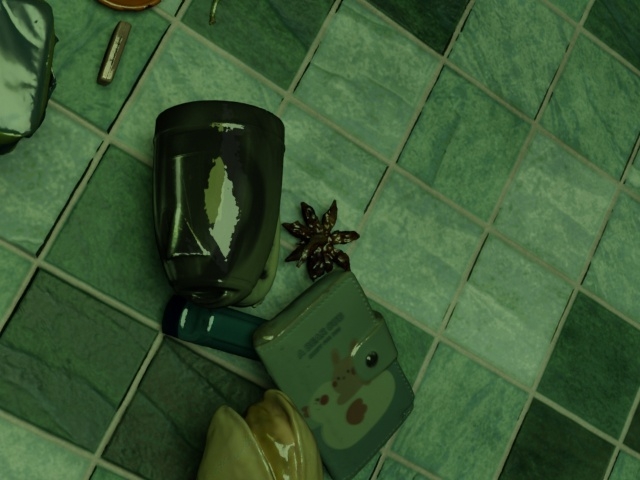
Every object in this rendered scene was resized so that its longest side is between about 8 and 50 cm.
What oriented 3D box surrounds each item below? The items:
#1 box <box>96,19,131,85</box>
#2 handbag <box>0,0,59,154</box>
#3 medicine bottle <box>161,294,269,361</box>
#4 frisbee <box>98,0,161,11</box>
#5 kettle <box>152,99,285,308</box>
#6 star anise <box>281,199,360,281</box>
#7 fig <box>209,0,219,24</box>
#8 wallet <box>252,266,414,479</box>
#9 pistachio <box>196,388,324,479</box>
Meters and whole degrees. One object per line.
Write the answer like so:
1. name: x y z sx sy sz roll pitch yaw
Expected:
1. box: -0.363 -0.327 1.824 0.025 0.048 0.115 22 79 -25
2. handbag: -0.538 -0.262 1.640 0.222 0.241 0.263 3 87 -23
3. medicine bottle: -0.147 0.166 1.861 0.258 0.124 0.079 20 79 -33
4. frisbee: -0.347 -0.497 1.848 0.192 0.035 0.192 2 86 -24
5. kettle: -0.159 -0.034 1.798 0.321 0.228 0.324 31 58 -60
6. star anise: 0.000 0.001 1.956 0.168 0.057 0.168 6 78 -31
7. fig: -0.157 -0.479 1.901 0.093 0.093 0.166 43 73 -15
8. wallet: 0.036 0.236 1.897 0.252 0.083 0.360 -42 122 -26
9. pistachio: -0.102 0.406 1.790 0.229 0.238 0.321 -19 125 -28
